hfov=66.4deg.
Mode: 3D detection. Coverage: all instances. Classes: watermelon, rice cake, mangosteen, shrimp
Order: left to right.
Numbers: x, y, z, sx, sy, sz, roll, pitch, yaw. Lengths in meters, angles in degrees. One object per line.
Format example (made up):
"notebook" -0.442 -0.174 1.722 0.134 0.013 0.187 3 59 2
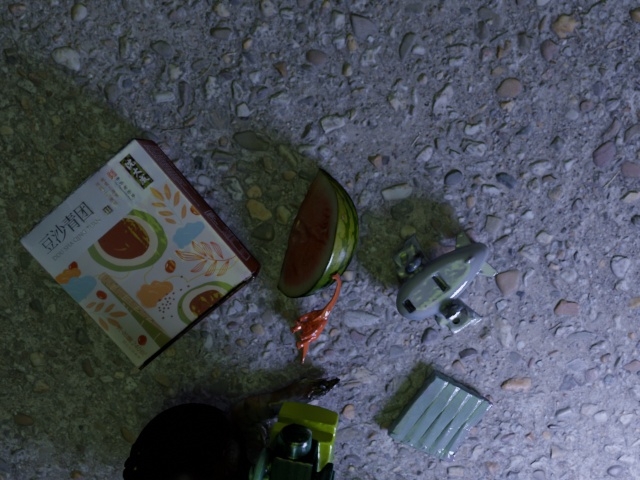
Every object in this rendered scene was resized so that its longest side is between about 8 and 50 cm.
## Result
"mangosteen" -0.275 0.520 1.088 0.314 0.297 0.296 19 99 0
"shrimp" -0.074 0.428 1.195 0.296 0.058 0.169 -21 108 7
"watermelon" 0.025 0.006 1.110 0.128 0.159 0.303 10 103 -40
"rice cake" 0.291 0.432 1.193 0.189 0.037 0.198 27 99 -3

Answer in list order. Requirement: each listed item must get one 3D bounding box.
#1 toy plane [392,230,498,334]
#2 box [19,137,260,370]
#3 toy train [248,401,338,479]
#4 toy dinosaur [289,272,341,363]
"toy plane" 0.275 0.089 1.102 0.245 0.117 0.244 -1 88 14
"box" -0.389 0.031 1.094 0.344 0.122 0.385 -39 97 7
"toy train" -0.056 0.558 1.032 0.179 0.272 0.441 9 103 7
"toy dinosaur" -0.016 0.183 1.113 0.055 0.101 0.279 47 137 26
